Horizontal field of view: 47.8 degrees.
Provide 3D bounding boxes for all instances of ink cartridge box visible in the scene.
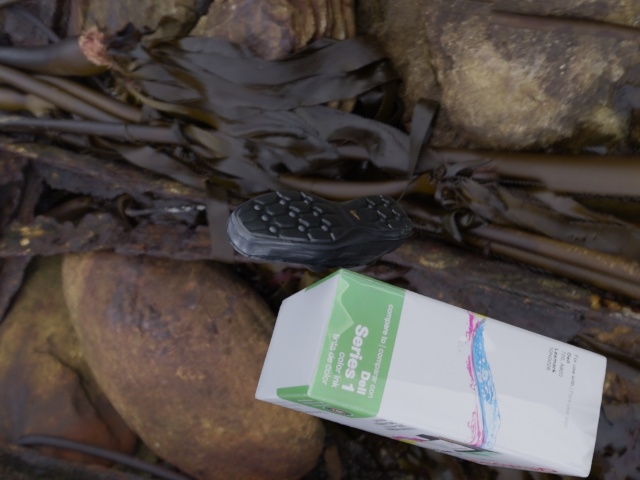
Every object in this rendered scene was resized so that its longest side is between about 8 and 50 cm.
[{"bbox_3d":[0.100,0.138,0.714,0.278,0.117,0.201,19,162,-13],"label":"ink cartridge box"}]

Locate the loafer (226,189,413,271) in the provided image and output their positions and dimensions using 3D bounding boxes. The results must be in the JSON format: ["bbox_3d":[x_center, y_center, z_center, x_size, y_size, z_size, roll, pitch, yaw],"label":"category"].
[{"bbox_3d":[0.000,0.000,0.693,0.076,0.223,0.078,54,126,28],"label":"loafer"}]
